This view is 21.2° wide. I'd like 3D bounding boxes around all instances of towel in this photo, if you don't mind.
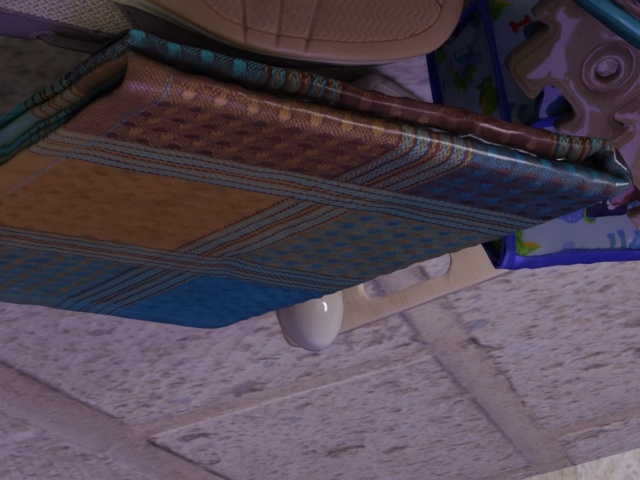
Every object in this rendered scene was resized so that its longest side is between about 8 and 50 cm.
[{"bbox_3d":[-0.066,-0.016,0.862,0.271,0.040,0.370,10,162,-32],"label":"towel"}]

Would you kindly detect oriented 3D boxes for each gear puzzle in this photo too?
[{"bbox_3d":[0.256,-0.152,0.856,0.339,0.044,0.175,-37,126,13],"label":"gear puzzle"}]

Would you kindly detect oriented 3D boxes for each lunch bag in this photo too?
[{"bbox_3d":[0.141,-0.060,0.960,0.129,0.151,0.096,-4,167,-22],"label":"lunch bag"}]

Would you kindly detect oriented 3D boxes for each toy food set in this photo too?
[{"bbox_3d":[0.000,0.000,1.132,0.220,0.092,0.306,-21,159,22],"label":"toy food set"}]

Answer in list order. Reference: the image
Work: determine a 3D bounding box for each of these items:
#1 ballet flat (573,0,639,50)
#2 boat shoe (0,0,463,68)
[{"bbox_3d":[0.228,-0.080,0.818,0.280,0.095,0.096,38,94,-34],"label":"ballet flat"},{"bbox_3d":[-0.082,-0.126,0.717,0.285,0.102,0.092,6,170,-17],"label":"boat shoe"}]
